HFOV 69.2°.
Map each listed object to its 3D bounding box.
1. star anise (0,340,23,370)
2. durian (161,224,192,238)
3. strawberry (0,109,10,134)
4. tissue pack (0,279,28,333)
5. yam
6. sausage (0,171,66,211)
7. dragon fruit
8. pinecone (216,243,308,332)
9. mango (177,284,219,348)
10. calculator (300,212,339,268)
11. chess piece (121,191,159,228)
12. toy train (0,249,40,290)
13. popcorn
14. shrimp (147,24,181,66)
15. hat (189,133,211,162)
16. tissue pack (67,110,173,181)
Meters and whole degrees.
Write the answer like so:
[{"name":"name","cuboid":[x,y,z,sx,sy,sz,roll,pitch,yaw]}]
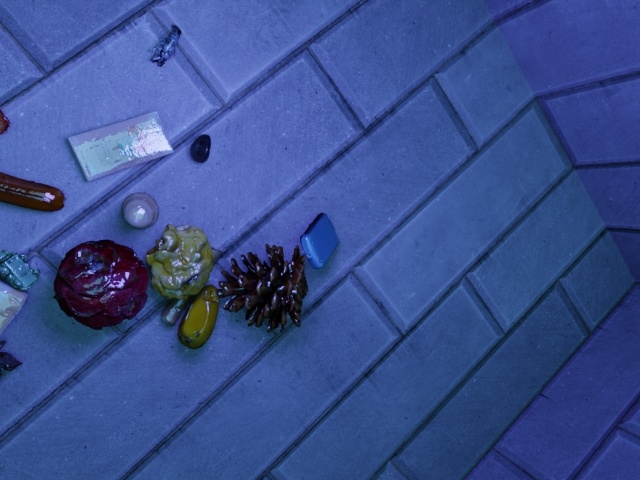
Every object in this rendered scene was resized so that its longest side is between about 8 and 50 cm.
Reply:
[{"name":"star anise","cuboid":[-1.197,0.435,1.613,0.220,0.099,0.214,-33,96,-14]},{"name":"durian","cuboid":[-0.564,-0.019,1.840,0.131,0.052,0.066,-22,64,-20]},{"name":"strawberry","cuboid":[-1.178,-0.408,1.554,0.208,0.087,0.167,22,109,-46]},{"name":"tissue pack","cuboid":[-1.164,0.214,1.599,0.222,0.090,0.186,37,75,-18]},{"name":"yam","cuboid":[-0.519,0.176,1.848,0.081,0.081,0.356,35,81,-20]},{"name":"sausage","cuboid":[-1.066,-0.171,1.600,0.331,0.102,0.101,16,90,-21]},{"name":"dragon fruit","cuboid":[-0.767,0.149,1.630,0.330,0.329,0.328,-2,96,-20]},{"name":"pinecone","cuboid":[-0.228,0.180,1.843,0.385,0.384,0.383,-2,96,-20]},{"name":"mango","cuboid":[-0.472,0.298,1.834,0.130,0.167,0.261,21,77,-7]},{"name":"calculator","cuboid":[0.000,0.000,1.946,0.172,0.051,0.293,65,30,-20]},{"name":"chess piece","cuboid":[-0.657,-0.103,1.672,0.143,0.261,0.142,-2,97,-17]},{"name":"toy train","cuboid":[-1.076,0.104,1.635,0.149,0.081,0.099,61,42,-26]},{"name":"popcorn","cuboid":[-0.522,0.078,1.726,0.252,0.215,0.286,27,81,-6]},{"name":"shrimp","cuboid":[-0.577,-0.732,1.734,0.082,0.076,0.174,32,85,-38]},{"name":"hat","cuboid":[-0.477,-0.365,1.818,0.121,0.051,0.121,-42,142,-46]},{"name":"tissue pack","cuboid":[-0.734,-0.352,1.718,0.326,0.071,0.169,-23,105,-17]}]
